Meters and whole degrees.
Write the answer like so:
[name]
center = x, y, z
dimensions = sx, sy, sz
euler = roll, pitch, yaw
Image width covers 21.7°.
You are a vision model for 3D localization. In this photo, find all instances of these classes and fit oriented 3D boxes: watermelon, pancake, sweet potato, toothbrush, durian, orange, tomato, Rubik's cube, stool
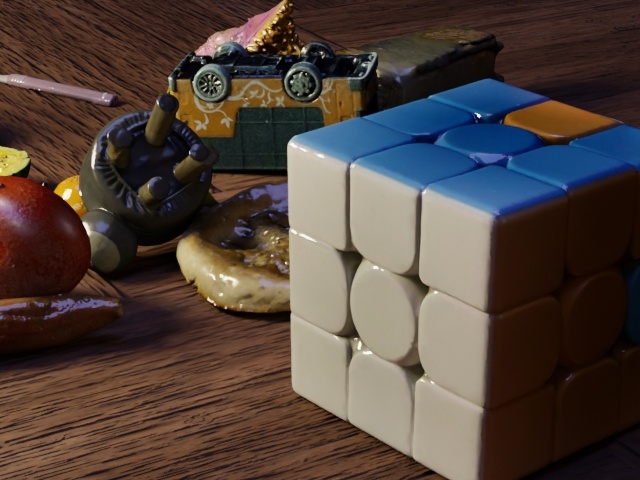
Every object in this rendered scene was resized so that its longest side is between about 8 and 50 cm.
[watermelon]
center = -0.437, -0.086, 2.215
dimensions = 0.105, 0.062, 0.105
euler = 4, 29, -2
[pancake]
center = 0.000, 0.002, 2.008
dimensions = 0.356, 0.065, 0.356
euler = -3, 26, 1
[sweet potato]
center = -0.339, 0.099, 1.790
dimensions = 0.255, 0.058, 0.078
euler = -17, 48, -25
[toothbrush]
center = -0.468, -0.257, 2.660
dimensions = 0.354, 0.029, 0.024
euler = 14, 40, 29
[durian]
center = -0.132, -0.242, 2.483
dimensions = 0.186, 0.153, 0.260
euler = -26, 8, -17
[orange]
center = -0.301, -0.048, 2.116
dimensions = 0.083, 0.070, 0.083
euler = -3, 20, 1
[tomato]
center = -0.340, 0.011, 1.868
dimensions = 0.167, 0.167, 0.167
euler = 0, 23, 0
[Rubik's cube]
center = 0.165, 0.032, 1.648
dimensions = 0.292, 0.291, 0.290
euler = -18, 29, -38
[stool]
center = -0.208, -0.064, 2.016
dimensions = 0.153, 0.139, 0.228
euler = 13, 64, -16

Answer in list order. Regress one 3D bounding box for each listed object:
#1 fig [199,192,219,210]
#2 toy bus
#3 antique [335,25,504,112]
[fig]
center = -0.174, -0.062, 2.145
dimensions = 0.098, 0.084, 0.082
euler = 15, 57, 17
[toy bus]
center = -0.057, -0.181, 2.315
dimensions = 0.275, 0.167, 0.138
euler = 0, 22, 11
[antique]
center = 0.159, -0.238, 2.499
dimensions = 0.150, 0.125, 0.284
euler = 22, 32, 39
